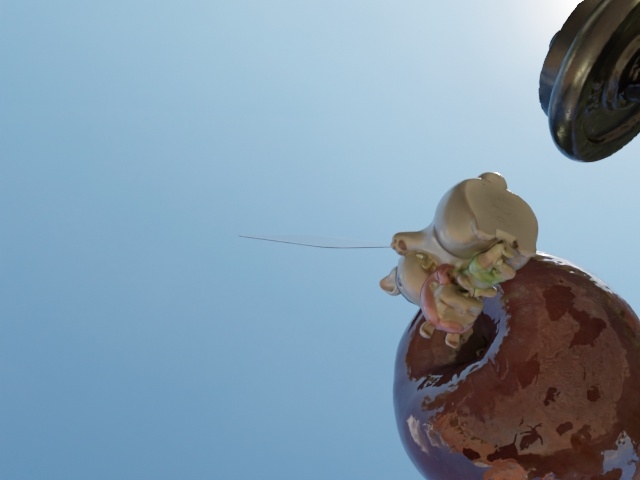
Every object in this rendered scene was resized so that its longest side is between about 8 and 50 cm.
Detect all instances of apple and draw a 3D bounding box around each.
[{"bbox_3d":[0.220,0.156,0.693,0.235,0.306,0.305,37,-131,-19],"label":"apple"}]

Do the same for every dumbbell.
[{"bbox_3d":[0.317,-0.115,0.530,0.192,0.192,0.290,-28,-131,-26],"label":"dumbbell"}]

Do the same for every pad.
[{"bbox_3d":[0.000,0.000,1.025,0.176,0.002,0.266,0,-175,-38],"label":"pad"}]

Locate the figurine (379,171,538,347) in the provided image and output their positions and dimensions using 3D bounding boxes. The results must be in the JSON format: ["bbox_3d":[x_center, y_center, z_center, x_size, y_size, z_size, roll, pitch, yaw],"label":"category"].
[{"bbox_3d":[0.084,0.024,0.467,0.081,0.146,0.098,36,-139,-1],"label":"figurine"}]
